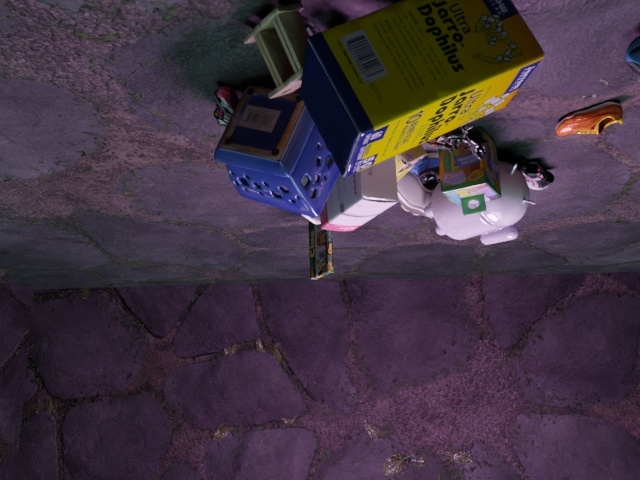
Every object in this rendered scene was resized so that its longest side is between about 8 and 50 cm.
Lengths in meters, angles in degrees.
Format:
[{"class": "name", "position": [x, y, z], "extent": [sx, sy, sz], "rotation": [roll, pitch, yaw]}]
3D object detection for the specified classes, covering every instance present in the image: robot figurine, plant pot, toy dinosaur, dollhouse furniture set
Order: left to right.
[{"class": "plant pot", "position": [-0.092, -0.219, 1.463], "extent": [0.236, 0.236, 0.212], "rotation": [16, 164, 27]}, {"class": "dollhouse furniture set", "position": [-0.028, -0.376, 1.248], "extent": [0.183, 0.129, 0.129], "rotation": [-27, -175, -40]}, {"class": "toy dinosaur", "position": [0.285, -0.281, 1.527], "extent": [0.218, 0.164, 0.322], "rotation": [9, -167, 29]}, {"class": "robot figurine", "position": [0.479, -0.119, 1.928], "extent": [0.200, 0.300, 0.353], "rotation": [-45, -167, -35]}]

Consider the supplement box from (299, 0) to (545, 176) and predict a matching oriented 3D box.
[{"class": "supplement box", "position": [0.167, -0.291, 1.127], "extent": [0.356, 0.195, 0.194], "rotation": [-25, 168, -11]}]

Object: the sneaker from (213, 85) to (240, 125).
[{"class": "sneaker", "position": [-0.224, -0.309, 1.515], "extent": [0.074, 0.063, 0.170], "rotation": [-11, 168, 11]}]

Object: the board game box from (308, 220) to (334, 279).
[{"class": "board game box", "position": [0.000, 0.000, 2.281], "extent": [0.030, 0.260, 0.136], "rotation": [5, 163, -26]}]

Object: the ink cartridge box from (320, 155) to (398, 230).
[{"class": "ink cartridge box", "position": [0.099, -0.162, 1.800], "extent": [0.117, 0.207, 0.283], "rotation": [4, 164, -23]}]

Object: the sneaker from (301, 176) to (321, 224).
[{"class": "sneaker", "position": [0.028, -0.117, 2.035], "extent": [0.108, 0.169, 0.292], "rotation": [-16, 160, 39]}]

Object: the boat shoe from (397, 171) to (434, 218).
[{"class": "boat shoe", "position": [0.287, -0.147, 2.053], "extent": [0.091, 0.109, 0.305], "rotation": [3, 165, 42]}]

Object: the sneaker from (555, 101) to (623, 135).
[{"class": "sneaker", "position": [0.678, -0.297, 1.625], "extent": [0.064, 0.067, 0.175], "rotation": [8, 164, -36]}]

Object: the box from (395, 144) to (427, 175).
[{"class": "box", "position": [0.205, -0.201, 1.836], "extent": [0.087, 0.058, 0.232], "rotation": [-28, 171, -33]}]

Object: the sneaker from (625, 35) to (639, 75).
[{"class": "sneaker", "position": [0.779, -0.352, 1.328], "extent": [0.340, 0.125, 0.139], "rotation": [4, 169, -10]}]

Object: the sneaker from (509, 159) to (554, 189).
[{"class": "sneaker", "position": [0.655, -0.204, 1.950], "extent": [0.178, 0.072, 0.077], "rotation": [6, 162, -28]}]

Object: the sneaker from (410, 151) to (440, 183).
[{"class": "sneaker", "position": [0.282, -0.208, 1.877], "extent": [0.152, 0.085, 0.058], "rotation": [-4, 164, 9]}]

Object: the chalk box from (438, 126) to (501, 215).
[{"class": "chalk box", "position": [0.410, -0.177, 1.752], "extent": [0.132, 0.213, 0.132], "rotation": [-12, 158, 31]}]
